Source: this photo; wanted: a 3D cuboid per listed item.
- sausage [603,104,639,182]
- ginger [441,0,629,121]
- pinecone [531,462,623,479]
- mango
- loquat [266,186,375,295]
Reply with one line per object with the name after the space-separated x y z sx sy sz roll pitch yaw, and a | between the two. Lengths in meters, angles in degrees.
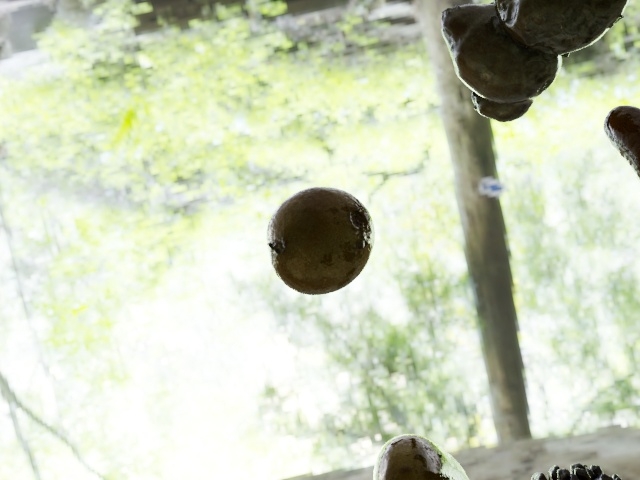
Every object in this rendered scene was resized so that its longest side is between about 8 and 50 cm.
0.525 -0.081 1.834 0.076 0.302 0.103 -20 166 -15 | sausage
0.308 -0.335 1.827 0.256 0.375 0.176 22 -133 1 | ginger
0.350 0.377 1.636 0.173 0.174 0.173 -13 -175 1 | pinecone
0.103 0.253 1.199 0.090 0.178 0.115 -28 -137 9 | mango
0.000 0.000 1.519 0.141 0.141 0.141 -13 -175 1 | loquat
